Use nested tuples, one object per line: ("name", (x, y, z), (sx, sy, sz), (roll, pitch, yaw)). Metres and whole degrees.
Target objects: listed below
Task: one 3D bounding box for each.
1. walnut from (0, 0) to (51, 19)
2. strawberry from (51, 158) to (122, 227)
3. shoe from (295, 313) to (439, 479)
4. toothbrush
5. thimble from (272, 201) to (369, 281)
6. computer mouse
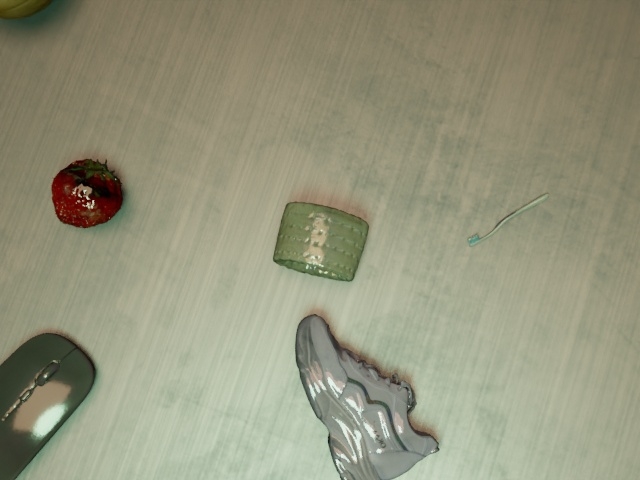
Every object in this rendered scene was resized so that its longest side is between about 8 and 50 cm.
("walnut", (-0.438, -0.414, 1.238), (0.167, 0.167, 0.207), (15, 79, 5))
("strawberry", (-0.325, -0.058, 1.207), (0.106, 0.106, 0.106), (0, 80, 3))
("shoe", (0.055, 0.202, 1.143), (0.137, 0.095, 0.245), (-22, 83, -5))
("toothbrush", (0.261, -0.029, 1.210), (0.131, 0.011, 0.013), (-31, 101, -3))
("thimble", (0.000, 0.000, 1.173), (0.115, 0.102, 0.090), (18, 80, -24))
("computer mouse", (-0.407, 0.232, 1.175), (0.120, 0.057, 0.232), (41, 85, 8))
